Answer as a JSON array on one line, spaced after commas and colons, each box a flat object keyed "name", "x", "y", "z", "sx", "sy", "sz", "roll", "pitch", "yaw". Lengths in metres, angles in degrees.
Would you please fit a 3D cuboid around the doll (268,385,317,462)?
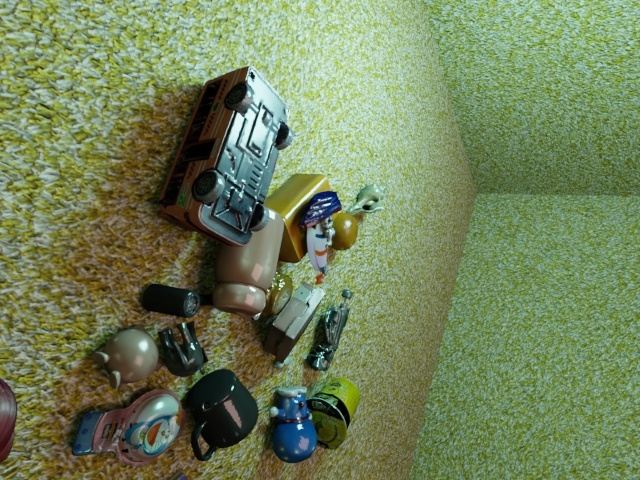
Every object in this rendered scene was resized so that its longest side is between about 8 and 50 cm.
[{"name": "doll", "x": -0.104, "y": 0.653, "z": 1.446, "sx": 0.216, "sy": 0.161, "sz": 0.256, "roll": 13, "pitch": 67, "yaw": -43}]

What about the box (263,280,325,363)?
[{"name": "box", "x": -0.090, "y": 0.275, "z": 1.363, "sx": 0.215, "sy": 0.086, "sz": 0.215, "roll": -51, "pitch": 169, "yaw": -38}]

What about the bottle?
[{"name": "bottle", "x": -0.199, "y": 0.067, "z": 1.142, "sx": 0.206, "sy": 0.173, "sz": 0.296, "roll": 56, "pitch": 37, "yaw": -63}]

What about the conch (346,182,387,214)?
[{"name": "conch", "x": 0.227, "y": -0.172, "z": 1.822, "sx": 0.233, "sy": 0.138, "sz": 0.114, "roll": -61, "pitch": 166, "yaw": -17}]

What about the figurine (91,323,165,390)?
[{"name": "figurine", "x": -0.432, "y": 0.264, "z": 0.920, "sx": 0.138, "sy": 0.126, "sz": 0.125, "roll": -27, "pitch": 117, "yaw": -65}]

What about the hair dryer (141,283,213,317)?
[{"name": "hair dryer", "x": -0.325, "y": 0.157, "z": 1.064, "sx": 0.255, "sy": 0.129, "sz": 0.069, "roll": 17, "pitch": 80, "yaw": -66}]

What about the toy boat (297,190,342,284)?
[{"name": "toy boat", "x": -0.012, "y": -0.012, "z": 1.306, "sx": 0.219, "sy": 0.072, "sz": 0.317, "roll": 10, "pitch": 96, "yaw": -59}]

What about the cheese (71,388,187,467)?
[{"name": "cheese", "x": -0.440, "y": 0.450, "z": 0.967, "sx": 0.286, "sy": 0.074, "sz": 0.188, "roll": 31, "pitch": 68, "yaw": -53}]

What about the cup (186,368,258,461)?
[{"name": "cup", "x": -0.281, "y": 0.479, "z": 1.111, "sx": 0.223, "sy": 0.170, "sz": 0.176, "roll": -57, "pitch": 134, "yaw": -56}]

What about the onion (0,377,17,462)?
[{"name": "onion", "x": -0.625, "y": 0.300, "z": 0.542, "sx": 0.347, "sy": 0.286, "sz": 0.347, "roll": -49, "pitch": 171, "yaw": -11}]

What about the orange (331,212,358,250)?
[{"name": "orange", "x": 0.084, "y": -0.037, "z": 1.626, "sx": 0.156, "sy": 0.124, "sz": 0.155, "roll": 11, "pitch": 90, "yaw": -73}]

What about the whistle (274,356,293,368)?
[{"name": "whistle", "x": -0.133, "y": 0.437, "z": 1.453, "sx": 0.100, "sy": 0.035, "sz": 0.035, "roll": -3, "pitch": 97, "yaw": -57}]

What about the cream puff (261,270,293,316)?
[{"name": "cream puff", "x": -0.162, "y": 0.167, "z": 1.292, "sx": 0.150, "sy": 0.115, "sz": 0.165, "roll": -65, "pitch": 160, "yaw": -13}]

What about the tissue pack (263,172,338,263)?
[{"name": "tissue pack", "x": -0.077, "y": -0.083, "z": 1.365, "sx": 0.274, "sy": 0.146, "sz": 0.194, "roll": -51, "pitch": 132, "yaw": -40}]

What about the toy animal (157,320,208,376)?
[{"name": "toy animal", "x": -0.342, "y": 0.279, "z": 1.031, "sx": 0.269, "sy": 0.082, "sz": 0.137, "roll": 110, "pitch": -43, "yaw": -70}]

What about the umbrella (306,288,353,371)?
[{"name": "umbrella", "x": 0.046, "y": 0.362, "z": 1.651, "sx": 0.143, "sy": 0.094, "sz": 0.348, "roll": 52, "pitch": 57, "yaw": -69}]

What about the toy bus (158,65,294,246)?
[{"name": "toy bus", "x": -0.241, "y": -0.208, "z": 1.031, "sx": 0.203, "sy": 0.233, "sz": 0.425, "roll": 37, "pitch": 62, "yaw": -51}]

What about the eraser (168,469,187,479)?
[{"name": "eraser", "x": -0.402, "y": 0.681, "z": 1.097, "sx": 0.085, "sy": 0.027, "sz": 0.063, "roll": -31, "pitch": 121, "yaw": -51}]

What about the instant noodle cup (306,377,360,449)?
[{"name": "instant noodle cup", "x": 0.052, "y": 0.678, "z": 1.630, "sx": 0.236, "sy": 0.216, "sz": 0.215, "roll": -22, "pitch": 113, "yaw": -61}]
